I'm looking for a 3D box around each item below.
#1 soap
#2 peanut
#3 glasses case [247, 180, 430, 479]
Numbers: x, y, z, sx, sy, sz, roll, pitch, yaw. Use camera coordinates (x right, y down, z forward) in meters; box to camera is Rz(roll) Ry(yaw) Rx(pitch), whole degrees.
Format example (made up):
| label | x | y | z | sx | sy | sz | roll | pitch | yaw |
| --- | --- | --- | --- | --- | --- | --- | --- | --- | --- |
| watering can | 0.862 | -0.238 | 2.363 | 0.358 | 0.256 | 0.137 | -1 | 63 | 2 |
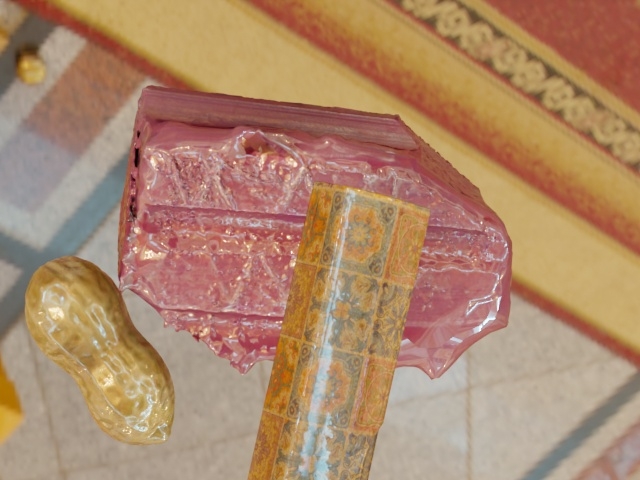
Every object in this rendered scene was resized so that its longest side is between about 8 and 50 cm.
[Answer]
| label | x | y | z | sx | sy | sz | roll | pitch | yaw |
| --- | --- | --- | --- | --- | --- | --- | --- | --- | --- |
| soap | 0.000 | 0.000 | 1.280 | 0.325 | 0.127 | 0.220 | 7 | 117 | -7 |
| peanut | -0.182 | 0.096 | 1.329 | 0.089 | 0.089 | 0.193 | -26 | 110 | 7 |
| glasses case | 0.012 | 0.076 | 1.039 | 0.075 | 0.049 | 0.218 | 14 | 88 | -33 |
